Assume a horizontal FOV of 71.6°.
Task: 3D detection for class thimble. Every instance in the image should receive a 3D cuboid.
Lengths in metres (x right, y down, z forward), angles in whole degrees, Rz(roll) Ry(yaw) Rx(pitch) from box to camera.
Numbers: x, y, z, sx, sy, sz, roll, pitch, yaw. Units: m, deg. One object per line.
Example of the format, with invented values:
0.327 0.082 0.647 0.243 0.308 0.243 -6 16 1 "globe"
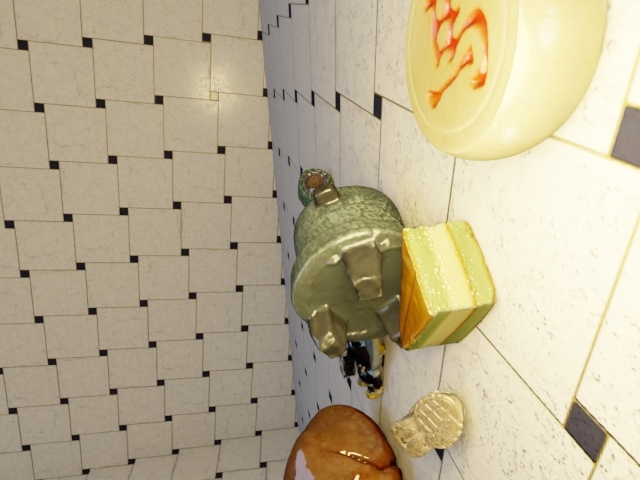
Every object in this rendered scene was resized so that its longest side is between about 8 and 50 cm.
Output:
-0.016 -0.171 1.510 0.135 0.118 0.090 59 164 24 "thimble"

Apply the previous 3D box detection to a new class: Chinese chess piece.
0.193 -0.228 0.518 0.273 0.102 0.274 173 90 -79 "Chinese chess piece"

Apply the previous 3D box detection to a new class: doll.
0.123 0.306 1.196 0.146 0.103 0.317 -96 -2 -56 "doll"

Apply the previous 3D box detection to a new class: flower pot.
0.086 0.049 0.846 0.283 0.298 0.299 -99 8 -51 "flower pot"

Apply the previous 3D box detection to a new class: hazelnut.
0.073 0.651 1.227 0.373 0.315 0.372 56 -165 -24 "hazelnut"

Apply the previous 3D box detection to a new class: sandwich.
0.185 0.082 0.726 0.187 0.117 0.144 98 163 -58 "sandwich"

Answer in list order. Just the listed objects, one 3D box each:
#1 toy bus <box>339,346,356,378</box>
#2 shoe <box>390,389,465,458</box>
0.093 0.419 1.537 0.058 0.051 0.102 -122 25 -61 "toy bus"
0.214 0.331 0.824 0.089 0.092 0.180 50 131 20 "shoe"
